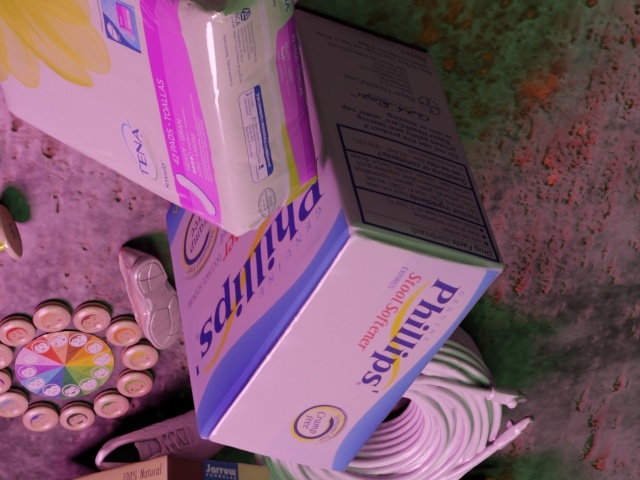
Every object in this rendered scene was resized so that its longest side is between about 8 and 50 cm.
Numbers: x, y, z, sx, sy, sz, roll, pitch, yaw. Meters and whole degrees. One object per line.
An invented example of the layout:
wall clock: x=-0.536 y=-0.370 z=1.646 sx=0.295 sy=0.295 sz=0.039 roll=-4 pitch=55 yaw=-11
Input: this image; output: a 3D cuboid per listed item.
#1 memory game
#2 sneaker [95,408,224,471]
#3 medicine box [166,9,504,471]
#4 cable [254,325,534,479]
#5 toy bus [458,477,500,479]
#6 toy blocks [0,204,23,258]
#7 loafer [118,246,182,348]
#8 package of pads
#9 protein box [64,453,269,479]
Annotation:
memory game: x=-0.254 y=0.128 z=1.849 sx=0.186 sy=0.012 sz=0.186 roll=-6 pitch=134 yaw=-6
sneaker: x=-0.160 y=0.212 z=1.904 sx=0.152 sy=0.053 sz=0.061 roll=-19 pitch=175 yaw=4
medicine box: x=0.000 y=0.000 z=1.590 sx=0.149 sy=0.289 sz=0.263 roll=17 pitch=127 yaw=-26
cable: x=0.056 y=0.178 z=1.911 sx=0.257 sy=0.089 sz=0.257 roll=29 pitch=122 yaw=-32
toy bus: x=0.089 y=0.355 z=2.058 sx=0.211 sy=0.149 sz=0.220 roll=15 pitch=132 yaw=-8
toy blocks: x=-0.360 y=-0.007 z=1.670 sx=0.148 sy=0.054 sz=0.123 roll=-19 pitch=133 yaw=6
loafer: x=-0.165 y=0.052 z=1.786 sx=0.045 sy=0.039 sz=0.125 roll=-38 pitch=142 yaw=-23
package of pads: x=-0.142 y=-0.152 z=1.438 sx=0.101 sy=0.296 sz=0.229 roll=-41 pitch=143 yaw=-30
protein box: x=-0.161 y=0.336 z=1.876 sx=0.136 sy=0.201 sz=0.200 roll=13 pitch=157 yaw=-40
